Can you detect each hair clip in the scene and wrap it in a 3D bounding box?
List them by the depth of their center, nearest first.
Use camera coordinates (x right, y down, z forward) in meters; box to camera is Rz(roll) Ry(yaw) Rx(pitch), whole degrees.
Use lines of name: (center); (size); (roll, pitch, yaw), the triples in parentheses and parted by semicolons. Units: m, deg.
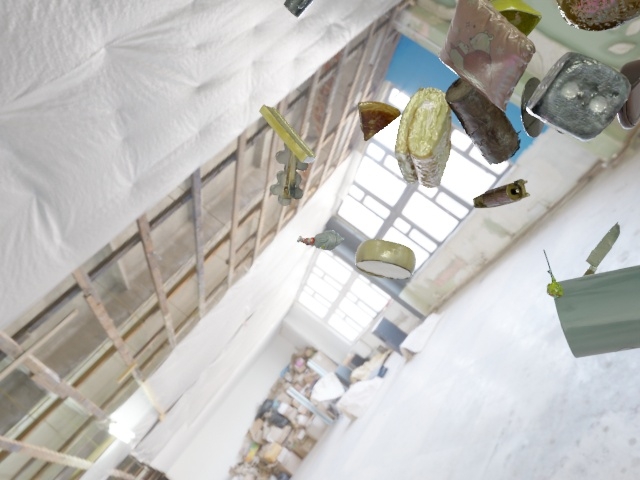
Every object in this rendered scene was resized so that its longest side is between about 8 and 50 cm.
hair clip: (-0.116, -0.259, 1.772); (0.075, 0.146, 0.257); (12, 96, 64)

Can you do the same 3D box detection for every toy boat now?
toy boat: (0.588, -0.147, 1.526); (0.088, 0.068, 0.226); (-11, -3, -27)

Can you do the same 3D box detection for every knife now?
knife: (0.864, 0.069, 1.463); (0.017, 0.047, 0.298); (-33, -33, -50)

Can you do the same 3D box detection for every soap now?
soap: (-0.115, -0.377, 1.632); (0.037, 0.252, 0.092); (-43, -10, 21)

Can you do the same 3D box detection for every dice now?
dice: (0.680, -0.382, 1.232); (0.181, 0.183, 0.182); (-61, -3, 21)

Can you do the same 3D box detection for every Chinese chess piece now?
Chinese chess piece: (0.274, 0.083, 1.948); (0.257, 0.257, 0.104); (104, 179, -71)

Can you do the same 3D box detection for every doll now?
doll: (0.000, 0.000, 1.732); (0.094, 0.180, 0.079); (62, -151, -78)

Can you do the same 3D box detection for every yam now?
yam: (0.460, -0.343, 1.304); (0.131, 0.279, 0.131); (-28, 42, 28)

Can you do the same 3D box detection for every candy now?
candy: (0.548, 0.078, 1.103); (0.035, 0.035, 0.123); (126, 141, -65)

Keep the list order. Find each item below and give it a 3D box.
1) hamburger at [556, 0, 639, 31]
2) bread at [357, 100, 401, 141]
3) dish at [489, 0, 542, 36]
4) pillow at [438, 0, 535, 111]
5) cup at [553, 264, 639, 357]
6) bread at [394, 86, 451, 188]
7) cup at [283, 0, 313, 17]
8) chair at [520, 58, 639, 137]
hamburger: (0.640, -0.557, 1.009); (0.122, 0.189, 0.215); (-59, 28, -11)
bread: (0.166, -0.411, 1.515); (0.154, 0.136, 0.054); (-39, 44, 23)
dish: (0.478, -0.591, 1.235); (0.149, 0.207, 0.080); (27, -115, -54)
pillow: (0.375, -0.432, 1.058); (0.084, 0.236, 0.223); (-35, -15, -11)
cup: (0.774, 0.171, 1.166); (0.312, 0.205, 0.205); (-19, 12, 31)
bread: (0.350, -0.336, 1.556); (0.375, 0.165, 0.237); (26, -100, -71)
cup: (-0.074, -0.804, 1.561); (0.077, 0.078, 0.100); (-49, 35, 13)
chair: (0.938, -0.488, 1.605); (0.401, 0.226, 0.226); (5, 45, 47)
